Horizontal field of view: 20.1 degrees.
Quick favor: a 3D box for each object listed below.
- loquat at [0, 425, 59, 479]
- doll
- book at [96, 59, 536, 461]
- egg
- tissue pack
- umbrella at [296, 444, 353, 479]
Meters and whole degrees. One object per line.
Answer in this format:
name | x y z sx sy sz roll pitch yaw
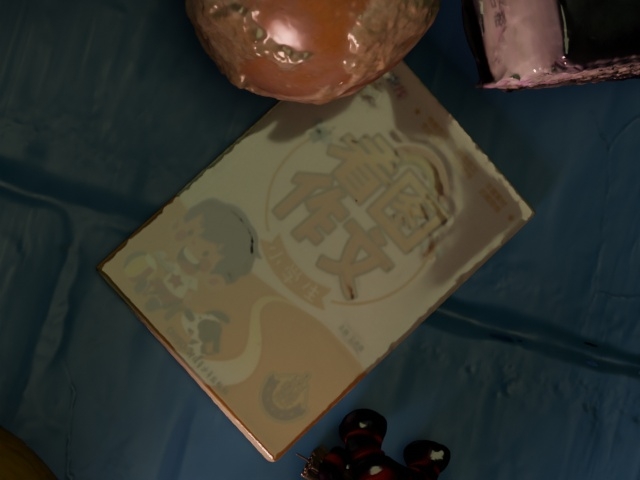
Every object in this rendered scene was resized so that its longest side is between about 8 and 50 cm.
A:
loquat | -0.303 0.244 1.188 0.328 0.359 0.328 3 62 -5
doll | 0.036 0.246 1.344 0.127 0.088 0.248 7 49 4
book | 0.000 0.000 1.426 0.295 0.020 0.208 -43 95 -11
egg | 0.001 -0.217 1.346 0.203 0.203 0.245 28 70 -9
tissue pack | 0.234 -0.246 1.387 0.332 0.123 0.245 -10 88 -41
umbrella | 0.015 0.188 1.421 0.083 0.020 0.031 31 42 -9
